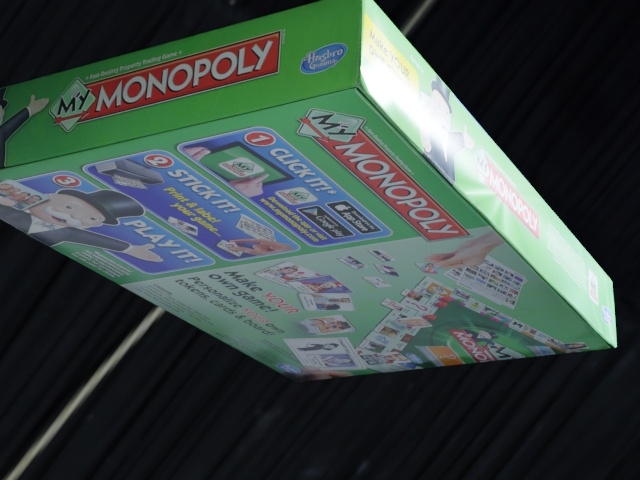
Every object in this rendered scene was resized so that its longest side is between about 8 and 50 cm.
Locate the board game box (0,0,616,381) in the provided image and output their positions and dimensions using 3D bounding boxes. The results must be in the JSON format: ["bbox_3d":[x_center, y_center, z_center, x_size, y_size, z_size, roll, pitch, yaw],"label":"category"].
[{"bbox_3d":[0.000,0.000,0.586,0.317,0.214,0.046,38,49,-52],"label":"board game box"}]
